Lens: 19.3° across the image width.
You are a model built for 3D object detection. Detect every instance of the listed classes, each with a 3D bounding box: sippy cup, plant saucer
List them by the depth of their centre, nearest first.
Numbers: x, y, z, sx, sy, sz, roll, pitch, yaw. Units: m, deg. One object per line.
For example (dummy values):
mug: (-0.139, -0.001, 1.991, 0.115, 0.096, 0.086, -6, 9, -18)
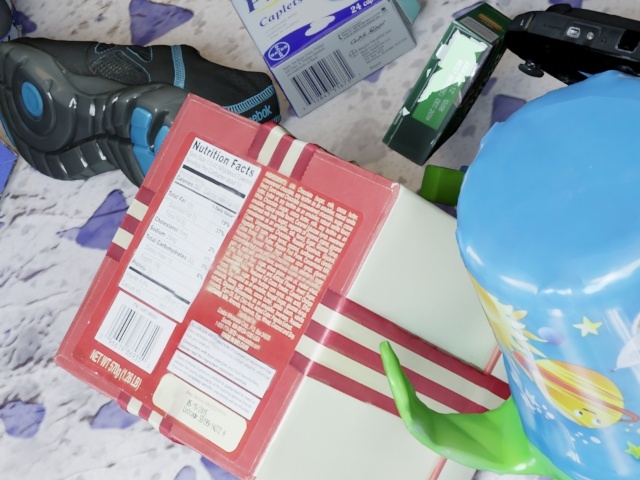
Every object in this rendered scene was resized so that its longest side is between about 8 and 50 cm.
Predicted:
sippy cup: (0.196, 0.024, 1.165, 0.240, 0.224, 0.305, 24, 70, 43)
plant saucer: (0.048, -0.267, 1.716, 0.018, 0.067, 0.192, -33, 37, 6)

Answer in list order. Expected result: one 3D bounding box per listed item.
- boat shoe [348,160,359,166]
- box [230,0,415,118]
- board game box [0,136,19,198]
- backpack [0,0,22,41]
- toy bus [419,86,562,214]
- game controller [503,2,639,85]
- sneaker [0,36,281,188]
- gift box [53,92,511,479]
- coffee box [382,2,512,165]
boat shoe: (0.001, 0.000, 1.560, 0.056, 0.048, 0.153, -21, 34, 47)
box: (-0.002, -0.201, 1.704, 0.126, 0.072, 0.137, -32, 44, 2)
board game box: (-0.469, -0.023, 1.764, 0.291, 0.141, 0.232, 2, 59, 31)
backpack: (-0.423, -0.261, 1.901, 0.276, 0.213, 0.263, -16, 46, 4)
toy bus: (0.184, -0.058, 1.388, 0.202, 0.191, 0.104, -142, 63, -81)
game controller: (0.286, -0.104, 1.383, 0.319, 0.166, 0.067, 22, 81, 45)
sneaker: (-0.180, -0.123, 1.735, 0.139, 0.125, 0.341, -29, 34, -35)
gift box: (-0.012, 0.077, 1.357, 0.255, 0.258, 0.276, 32, 93, 41)
coffee box: (0.106, -0.127, 1.497, 0.040, 0.184, 0.113, 32, 105, 4)
